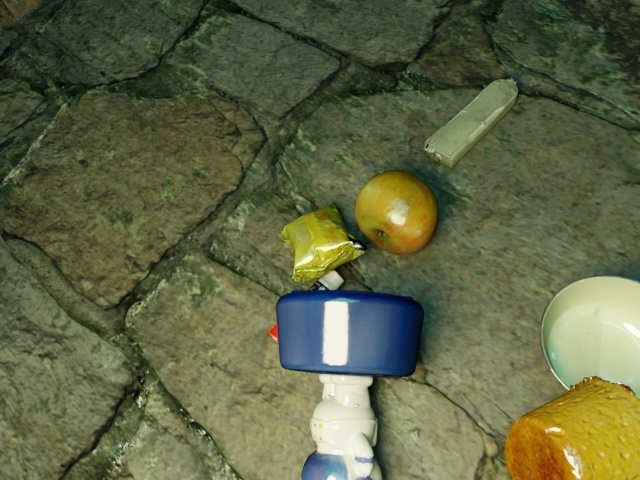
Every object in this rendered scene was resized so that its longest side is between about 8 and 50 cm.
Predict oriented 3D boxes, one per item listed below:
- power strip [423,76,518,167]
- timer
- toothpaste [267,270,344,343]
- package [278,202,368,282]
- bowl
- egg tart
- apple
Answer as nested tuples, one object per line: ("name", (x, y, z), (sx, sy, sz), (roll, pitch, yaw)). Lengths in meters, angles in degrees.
("power strip", (0.358, -0.279, 1.299), (0.286, 0.048, 0.080), (-44, 64, -11))
("timer", (0.044, 0.290, 0.978), (0.270, 0.270, 0.384), (0, 75, 14))
("toothpaste", (-0.027, 0.145, 1.171), (0.193, 0.045, 0.071), (-47, 53, -7))
("package", (0.000, 0.000, 1.194), (0.168, 0.090, 0.226), (-25, 34, 2))
("bowl", (0.497, 0.189, 0.968), (0.237, 0.126, 0.238), (-6, 62, 10))
("egg tart", (0.380, 0.312, 0.797), (0.170, 0.215, 0.215), (-4, 57, -22))
("apple", (0.162, -0.063, 1.161), (0.182, 0.182, 0.155), (31, 65, 26))
